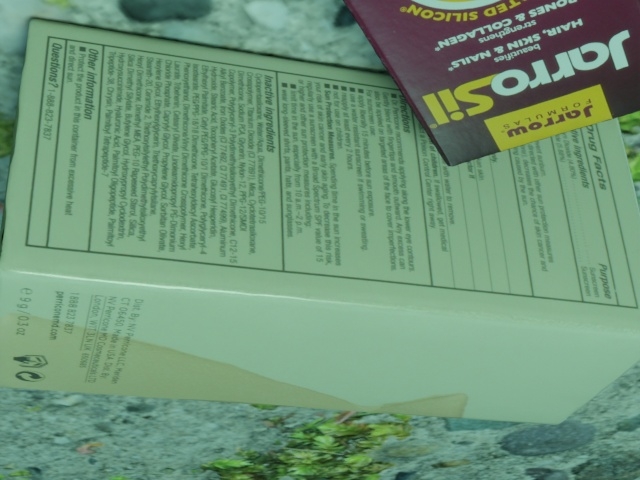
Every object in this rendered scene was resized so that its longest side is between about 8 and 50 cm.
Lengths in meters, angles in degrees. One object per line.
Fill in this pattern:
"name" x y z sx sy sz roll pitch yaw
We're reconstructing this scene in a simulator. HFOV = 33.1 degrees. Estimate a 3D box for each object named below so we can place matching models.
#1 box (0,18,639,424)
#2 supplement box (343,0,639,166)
"box" 0.000 0.000 0.548 0.311 0.148 0.121 8 147 -15
"supplement box" 0.063 -0.121 0.423 0.104 0.080 0.188 -17 145 19
